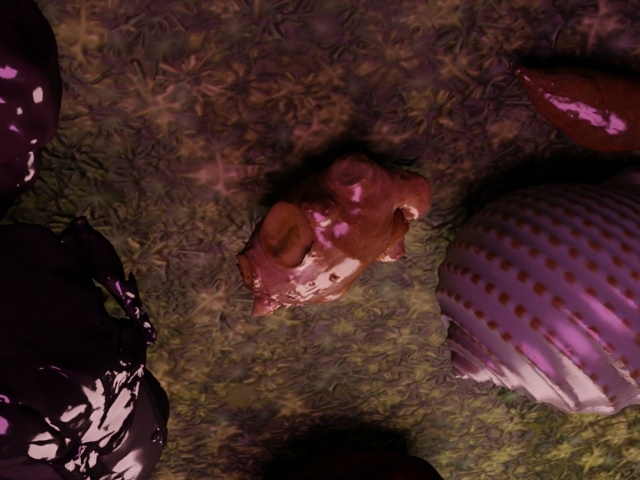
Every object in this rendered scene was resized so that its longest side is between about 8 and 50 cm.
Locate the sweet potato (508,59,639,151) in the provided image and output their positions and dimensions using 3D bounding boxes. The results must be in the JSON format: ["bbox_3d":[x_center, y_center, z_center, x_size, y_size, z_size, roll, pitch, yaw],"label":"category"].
[{"bbox_3d":[0.290,-0.115,1.112,0.269,0.075,0.075,7,134,-23],"label":"sweet potato"}]

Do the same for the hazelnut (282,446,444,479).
[{"bbox_3d":[0.045,0.360,1.457,0.251,0.217,0.217,-18,137,-4],"label":"hazelnut"}]

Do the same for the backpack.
[{"bbox_3d":[-0.309,0.142,1.088,0.363,0.255,0.446,-9,152,5],"label":"backpack"}]

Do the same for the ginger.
[{"bbox_3d":[0.000,0.000,1.150,0.216,0.102,0.157,-44,155,24],"label":"ginger"}]

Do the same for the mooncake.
[{"bbox_3d":[-0.343,-0.110,0.940,0.282,0.141,0.283,-5,138,-4],"label":"mooncake"}]

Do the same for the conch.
[{"bbox_3d":[0.282,0.064,1.203,0.319,0.215,0.303,-19,146,9],"label":"conch"}]
